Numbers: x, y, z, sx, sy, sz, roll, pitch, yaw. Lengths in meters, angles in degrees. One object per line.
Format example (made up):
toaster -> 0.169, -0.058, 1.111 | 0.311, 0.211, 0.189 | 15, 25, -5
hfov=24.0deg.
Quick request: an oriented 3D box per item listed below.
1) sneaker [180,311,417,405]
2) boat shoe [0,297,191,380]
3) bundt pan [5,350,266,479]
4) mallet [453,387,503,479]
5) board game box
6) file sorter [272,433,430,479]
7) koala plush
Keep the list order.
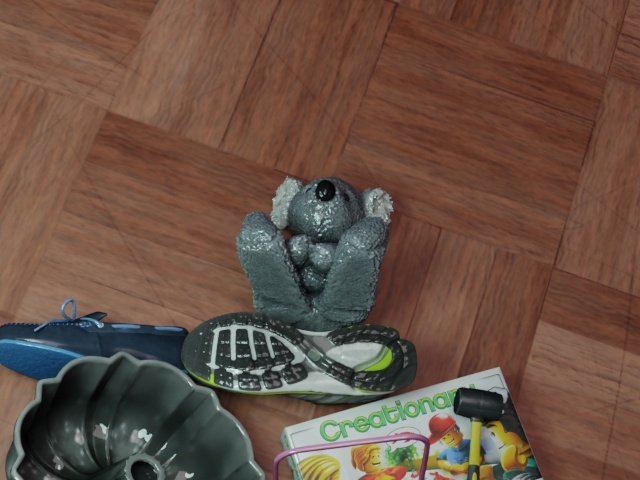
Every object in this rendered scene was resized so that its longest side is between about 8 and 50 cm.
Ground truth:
sneaker -> -0.032, 0.168, 1.940 | 0.300, 0.121, 0.111 | 7, 63, -4
boat shoe -> -0.293, 0.137, 1.944 | 0.258, 0.109, 0.089 | 13, 56, -20
bundt pan -> -0.235, 0.306, 1.806 | 0.330, 0.124, 0.331 | 21, 46, -23
mallet -> 0.205, 0.280, 1.914 | 0.062, 0.039, 0.190 | 2, 70, -9
board game box -> 0.122, 0.295, 1.942 | 0.305, 0.053, 0.193 | -15, 68, -14
file sorter -> 0.054, 0.389, 1.732 | 0.202, 0.182, 0.291 | -6, 56, -5
koala plush -> 0.000, 0.000, 2.013 | 0.196, 0.203, 0.221 | 2, 44, 6
